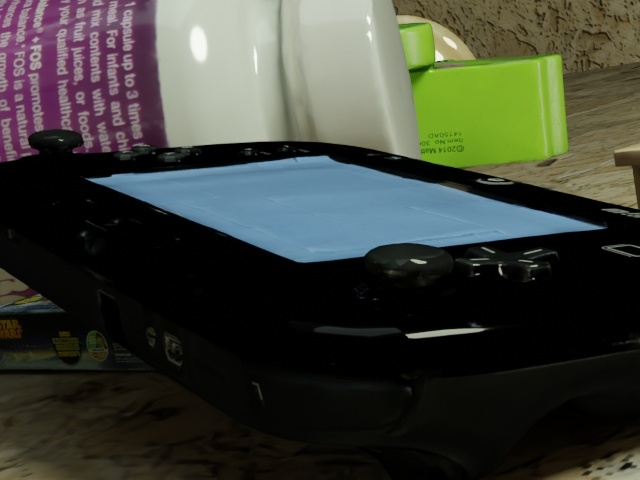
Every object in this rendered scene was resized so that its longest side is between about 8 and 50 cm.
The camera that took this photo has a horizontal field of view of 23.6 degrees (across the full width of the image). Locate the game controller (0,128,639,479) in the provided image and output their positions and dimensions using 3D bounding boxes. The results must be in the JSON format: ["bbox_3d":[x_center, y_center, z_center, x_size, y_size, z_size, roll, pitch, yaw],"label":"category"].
[{"bbox_3d":[0.000,0.000,0.492,0.166,0.067,0.319,-16,17,-25],"label":"game controller"}]

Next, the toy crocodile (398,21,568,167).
[{"bbox_3d":[-0.020,-0.063,0.937,0.340,0.115,0.105,-10,11,7],"label":"toy crocodile"}]

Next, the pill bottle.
[{"bbox_3d":[-0.107,-0.051,0.776,0.301,0.169,0.169,-10,7,11],"label":"pill bottle"}]

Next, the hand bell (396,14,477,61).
[{"bbox_3d":[0.011,-0.060,1.073,0.126,0.126,0.242,-6,22,36],"label":"hand bell"}]

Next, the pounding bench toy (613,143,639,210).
[{"bbox_3d":[0.127,-0.011,0.516,0.052,0.065,0.083,-16,8,-34],"label":"pounding bench toy"}]

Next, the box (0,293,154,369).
[{"bbox_3d":[-0.067,0.030,0.643,0.137,0.027,0.094,-4,9,41],"label":"box"}]
